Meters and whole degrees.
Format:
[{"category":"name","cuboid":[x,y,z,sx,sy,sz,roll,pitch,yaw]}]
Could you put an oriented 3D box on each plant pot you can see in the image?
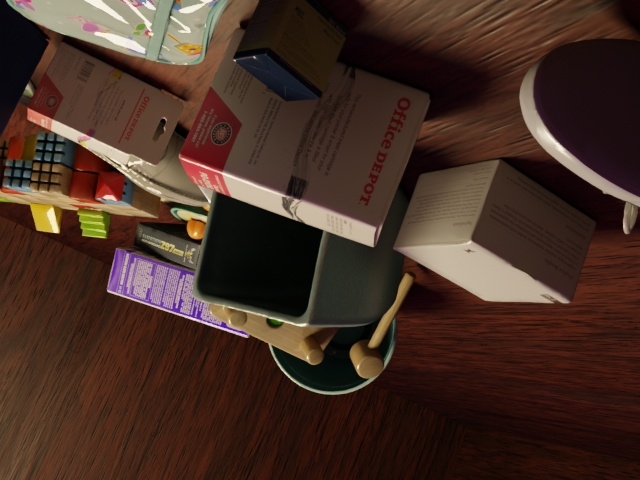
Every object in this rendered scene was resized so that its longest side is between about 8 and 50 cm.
[{"category":"plant pot","cuboid":[0.041,0.186,1.926,0.271,0.272,0.255,20,180,9]},{"category":"plant pot","cuboid":[0.000,0.000,1.321,0.247,0.247,0.252,9,177,42]}]

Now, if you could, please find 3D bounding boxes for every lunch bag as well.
[{"category":"lunch bag","cuboid":[-0.181,-0.262,0.811,0.224,0.108,0.279,18,168,-12]}]

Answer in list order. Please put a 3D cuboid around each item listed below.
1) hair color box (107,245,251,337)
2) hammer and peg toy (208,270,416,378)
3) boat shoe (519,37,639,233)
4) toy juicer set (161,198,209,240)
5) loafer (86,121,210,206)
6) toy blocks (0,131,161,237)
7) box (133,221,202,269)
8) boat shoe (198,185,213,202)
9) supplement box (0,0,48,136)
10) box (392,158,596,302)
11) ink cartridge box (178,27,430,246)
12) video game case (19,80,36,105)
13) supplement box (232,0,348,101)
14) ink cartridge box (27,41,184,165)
[{"category":"hair color box","cuboid":[-0.260,0.100,1.889,0.338,0.110,0.185,18,-172,16]},{"category":"hammer and peg toy","cuboid":[0.001,0.102,1.685,0.361,0.266,0.127,28,-168,-27]},{"category":"boat shoe","cuboid":[0.332,-0.069,0.783,0.367,0.136,0.156,14,170,-8]},{"category":"toy juicer set","cuboid":[-0.265,-0.059,1.776,0.329,0.089,0.209,7,160,47]},{"category":"loafer","cuboid":[-0.291,-0.149,1.431,0.319,0.112,0.111,27,174,-17]},{"category":"toy blocks","cuboid":[-0.459,-0.118,1.556,0.381,0.191,0.261,6,174,9]},{"category":"box","cuboid":[-0.260,0.011,1.914,0.183,0.059,0.232,19,-170,31]},{"category":"boat shoe","cuboid":[-0.091,-0.043,1.447,0.301,0.102,0.108,54,-167,-29]},{"category":"supplement box","cuboid":[-0.609,-0.282,1.234,0.356,0.194,0.195,16,165,21]},{"category":"box","cuboid":[0.228,-0.006,1.162,0.181,0.119,0.182,29,165,-24]},{"category":"ink cartridge box","cuboid":[-0.015,-0.116,1.005,0.237,0.172,0.100,20,166,6]},{"category":"video game case","cuboid":[-0.554,-0.282,1.530,0.119,0.015,0.166,23,166,-1]},{"category":"supplement box","cuboid":[-0.029,-0.200,0.895,0.056,0.083,0.083,6,159,47]},{"category":"ink cartridge box","cuboid":[-0.315,-0.191,1.296,0.198,0.115,0.067,26,165,-13]}]
